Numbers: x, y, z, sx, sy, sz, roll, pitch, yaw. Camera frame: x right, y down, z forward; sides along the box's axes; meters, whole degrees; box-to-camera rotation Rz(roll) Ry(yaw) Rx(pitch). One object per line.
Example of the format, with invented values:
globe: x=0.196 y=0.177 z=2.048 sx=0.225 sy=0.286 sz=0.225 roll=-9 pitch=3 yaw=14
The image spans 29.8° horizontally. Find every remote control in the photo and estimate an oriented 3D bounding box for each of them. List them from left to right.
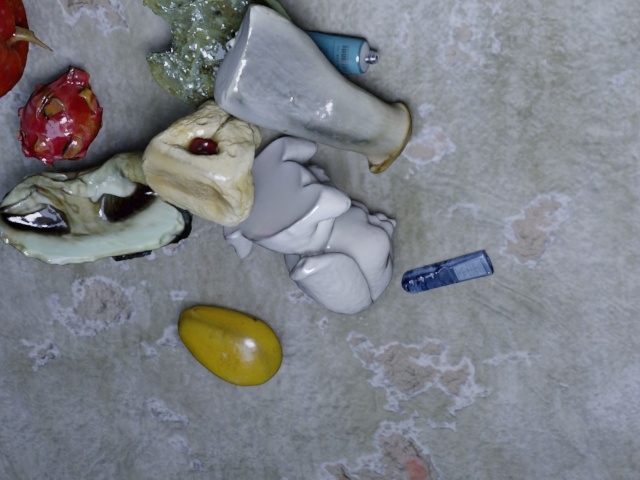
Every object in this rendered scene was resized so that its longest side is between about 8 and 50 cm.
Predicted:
remote control: x=0.201 y=0.055 z=1.934 sx=0.153 sy=0.027 sz=0.043 roll=-18 pitch=112 yaw=24

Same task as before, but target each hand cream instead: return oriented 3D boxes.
hand cream: x=-0.021 y=-0.275 z=1.779 sx=0.224 sy=0.048 sz=0.083 roll=7 pitch=124 yaw=20

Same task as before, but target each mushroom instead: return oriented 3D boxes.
mushroom: x=-0.357 y=-0.066 z=1.933 sx=0.344 sy=0.130 sz=0.247 roll=-18 pitch=141 yaw=32
mushroom: x=0.000 y=-0.202 z=1.708 sx=0.329 sy=0.122 sz=0.159 roll=23 pitch=138 yaw=-28

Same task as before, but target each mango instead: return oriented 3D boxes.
mango: x=-0.157 y=0.176 z=2.086 sx=0.195 sy=0.098 sz=0.137 roll=34 pitch=129 yaw=3

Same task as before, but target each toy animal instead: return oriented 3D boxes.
toy animal: x=0.000 y=0.000 z=1.860 sx=0.206 sy=0.271 sz=0.265 roll=-43 pitch=129 yaw=7

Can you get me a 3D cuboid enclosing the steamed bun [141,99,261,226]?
steamed bun: x=-0.157 y=-0.129 z=1.768 sx=0.172 sy=0.155 sz=0.141 roll=22 pitch=151 yaw=5

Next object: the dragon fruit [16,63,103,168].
dragon fruit: x=-0.404 y=-0.194 z=1.901 sx=0.133 sy=0.136 sz=0.166 roll=19 pitch=104 yaw=-36

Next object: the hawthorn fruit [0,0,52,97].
hawthorn fruit: x=-0.567 y=-0.310 z=1.806 sx=0.262 sy=0.258 sz=0.258 roll=-34 pitch=110 yaw=5

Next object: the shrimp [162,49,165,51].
shrimp: x=-0.164 y=-0.259 z=1.833 sx=0.161 sy=0.034 sz=0.091 roll=30 pitch=128 yaw=-7

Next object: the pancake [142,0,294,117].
pancake: x=-0.144 y=-0.285 z=1.764 sx=0.254 sy=0.037 sz=0.253 roll=7 pitch=128 yaw=10
